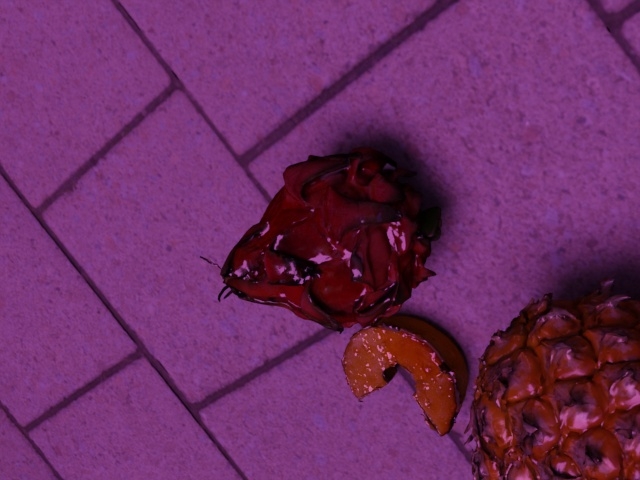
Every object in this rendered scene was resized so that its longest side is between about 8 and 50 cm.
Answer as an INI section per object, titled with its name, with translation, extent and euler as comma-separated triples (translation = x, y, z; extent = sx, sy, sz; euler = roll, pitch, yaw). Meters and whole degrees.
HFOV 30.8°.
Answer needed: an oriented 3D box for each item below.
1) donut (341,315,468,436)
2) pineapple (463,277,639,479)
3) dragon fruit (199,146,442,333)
[donut]
translation = 0.121, 0.167, 1.553
extent = 0.181, 0.078, 0.146
euler = 21, 124, 28
[pineapple]
translation = 0.328, 0.216, 1.281
extent = 0.300, 0.352, 0.352
euler = 7, 119, 30
[dragon fruit]
translation = 0.000, 0.000, 1.418
extent = 0.293, 0.233, 0.233
euler = -4, 121, -9
